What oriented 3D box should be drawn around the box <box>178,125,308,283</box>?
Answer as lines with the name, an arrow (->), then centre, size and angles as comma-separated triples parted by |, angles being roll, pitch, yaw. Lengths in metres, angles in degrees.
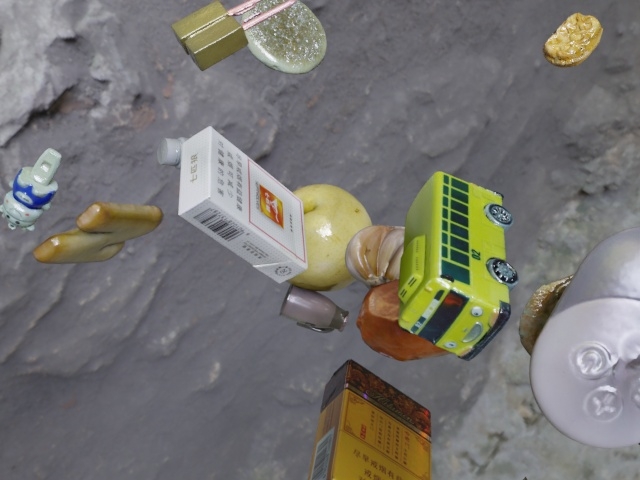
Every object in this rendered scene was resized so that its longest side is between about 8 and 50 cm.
box -> -0.164, -0.072, 1.655 | 0.095, 0.210, 0.330 | -28, 137, 26

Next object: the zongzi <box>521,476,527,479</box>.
zongzi -> 0.441, 0.544, 1.549 | 0.067, 0.073, 0.083 | -46, -163, -12

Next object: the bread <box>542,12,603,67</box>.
bread -> 0.454, -0.359, 1.346 | 0.111, 0.083, 0.044 | -48, 139, -5

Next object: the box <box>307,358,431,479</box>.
box -> 0.121, 0.480, 1.687 | 0.116, 0.264, 0.415 | -52, -168, 25

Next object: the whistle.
whistle -> -0.688, -0.116, 1.784 | 0.244, 0.110, 0.092 | -50, -171, 23

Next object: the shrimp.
shrimp -> 0.451, 0.119, 1.251 | 0.251, 0.144, 0.052 | -22, -168, -3

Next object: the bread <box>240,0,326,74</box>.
bread -> -0.098, -0.590, 2.126 | 0.267, 0.267, 0.040 | -34, 178, -32

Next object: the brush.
brush -> -0.142, -0.401, 1.342 | 0.233, 0.103, 0.047 | -32, 148, -8

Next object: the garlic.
garlic -> 0.171, 0.039, 1.540 | 0.207, 0.207, 0.257 | -25, 156, -42

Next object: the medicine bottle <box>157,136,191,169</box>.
medicine bottle -> -0.329, -0.213, 1.846 | 0.130, 0.080, 0.080 | 2, 125, -34

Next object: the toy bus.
toy bus -> 0.195, 0.032, 1.109 | 0.262, 0.150, 0.128 | -78, -166, -47

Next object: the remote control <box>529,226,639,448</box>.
remote control -> 0.437, 0.138, 1.067 | 0.332, 0.221, 0.103 | -61, -179, 1

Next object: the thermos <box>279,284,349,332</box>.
thermos -> -0.016, 0.209, 2.145 | 0.105, 0.193, 0.137 | -75, -171, -46

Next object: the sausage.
sausage -> 0.200, 0.139, 1.400 | 0.268, 0.153, 0.141 | -11, 134, 5

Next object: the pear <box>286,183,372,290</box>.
pear -> 0.000, 0.000, 2.072 | 0.309, 0.309, 0.309 | -38, 151, -26

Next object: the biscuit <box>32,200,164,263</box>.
biscuit -> -0.539, -0.014, 1.852 | 0.237, 0.062, 0.290 | -33, 169, 14
